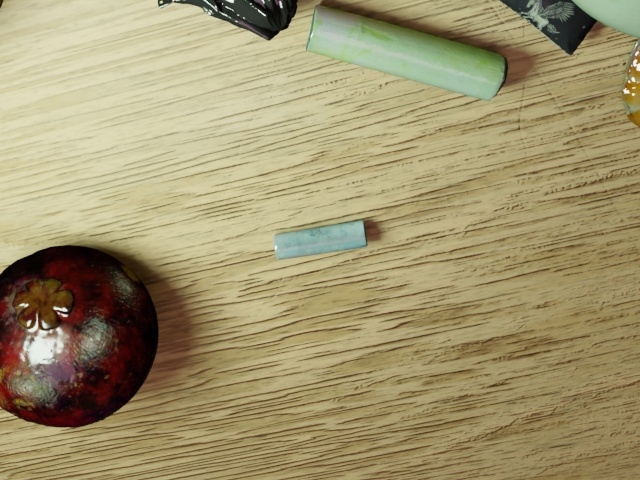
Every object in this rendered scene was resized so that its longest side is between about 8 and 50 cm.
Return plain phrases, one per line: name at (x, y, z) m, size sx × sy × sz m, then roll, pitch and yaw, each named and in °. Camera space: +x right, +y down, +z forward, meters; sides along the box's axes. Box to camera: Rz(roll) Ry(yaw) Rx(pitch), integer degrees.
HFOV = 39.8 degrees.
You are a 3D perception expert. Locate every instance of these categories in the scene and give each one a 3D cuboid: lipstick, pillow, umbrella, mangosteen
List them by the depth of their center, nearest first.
umbrella at (-0.198, -0.374, 1.262) m, size 0.340 × 0.118 × 0.118 m, roll 13°, pitch 122°, yaw 2°
pillow at (0.328, -0.375, 1.276) m, size 0.208 × 0.055 × 0.141 m, roll 32°, pitch 111°, yaw -19°
lipstick at (0.131, -0.279, 1.328) m, size 0.304 × 0.076 × 0.076 m, roll 12°, pitch 122°, yaw -8°
mangosteen at (-0.421, 0.173, 1.509) m, size 0.306 × 0.306 × 0.359 m, roll -4°, pitch 154°, yaw 2°
lipstick at (0.000, 0.000, 1.522) m, size 0.157 × 0.048 × 0.048 m, roll -9°, pitch 122°, yaw 6°

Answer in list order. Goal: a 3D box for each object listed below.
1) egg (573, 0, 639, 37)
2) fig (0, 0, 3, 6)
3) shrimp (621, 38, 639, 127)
egg at (0.478, -0.391, 1.134) m, size 0.388 × 0.276 × 0.276 m, roll 5°, pitch 123°, yaw -6°
fig at (-0.592, -0.355, 1.122) m, size 0.343 × 0.343 × 0.343 m, roll 0°, pitch 123°, yaw 0°
shrimp at (0.564, -0.297, 1.325) m, size 0.164 × 0.062 × 0.317 m, roll 17°, pitch 124°, yaw -7°
